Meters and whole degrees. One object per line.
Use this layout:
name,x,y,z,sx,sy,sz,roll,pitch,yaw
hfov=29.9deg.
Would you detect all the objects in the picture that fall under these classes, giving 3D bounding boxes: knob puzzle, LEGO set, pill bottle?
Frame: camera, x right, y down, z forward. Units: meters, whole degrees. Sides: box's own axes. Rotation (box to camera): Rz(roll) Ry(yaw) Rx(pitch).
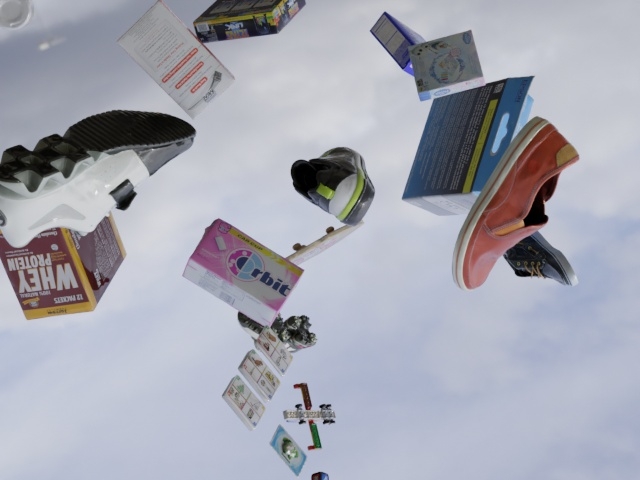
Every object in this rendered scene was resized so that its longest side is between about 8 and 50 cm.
knob puzzle,0.000,0.000,2.437,0.213,0.030,0.213,-30,174,-4
LEGO set,-0.059,0.282,1.912,0.060,0.244,0.182,-27,-160,34
pill bottle,-0.498,-0.375,1.940,0.065,0.065,0.116,-21,-166,-5

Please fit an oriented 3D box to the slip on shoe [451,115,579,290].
slip on shoe,0.297,-0.037,1.862,0.101,0.331,0.123,38,-142,17

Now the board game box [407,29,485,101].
board game box,0.168,-0.234,1.601,0.090,0.020,0.090,-14,-127,9

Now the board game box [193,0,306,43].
board game box,-0.131,-0.423,2.229,0.170,0.048,0.141,-2,-150,27

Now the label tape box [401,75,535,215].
label tape box,0.326,-0.185,2.423,0.348,0.115,0.249,-1,-111,62

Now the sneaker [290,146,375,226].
sneaker,0.006,-0.092,1.616,0.084,0.097,0.234,-61,-163,8

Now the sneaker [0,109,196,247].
sneaker,-0.325,-0.089,1.722,0.330,0.146,0.122,-23,-138,-33

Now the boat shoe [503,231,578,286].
boat shoe,0.412,0.050,2.252,0.083,0.065,0.183,-30,-151,-3

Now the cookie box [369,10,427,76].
cookie box,0.132,-0.270,1.719,0.040,0.092,0.107,-49,-133,18

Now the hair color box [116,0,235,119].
hair color box,-0.221,-0.279,1.843,0.093,0.167,0.053,-42,-167,6

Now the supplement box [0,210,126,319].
supplement box,-0.448,0.001,2.059,0.129,0.191,0.194,-8,-152,14

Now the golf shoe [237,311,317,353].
golf shoe,-0.122,0.222,2.810,0.120,0.273,0.105,-31,-121,23

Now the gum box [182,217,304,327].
gum box,-0.137,0.054,2.066,0.107,0.188,0.062,-57,178,-39
